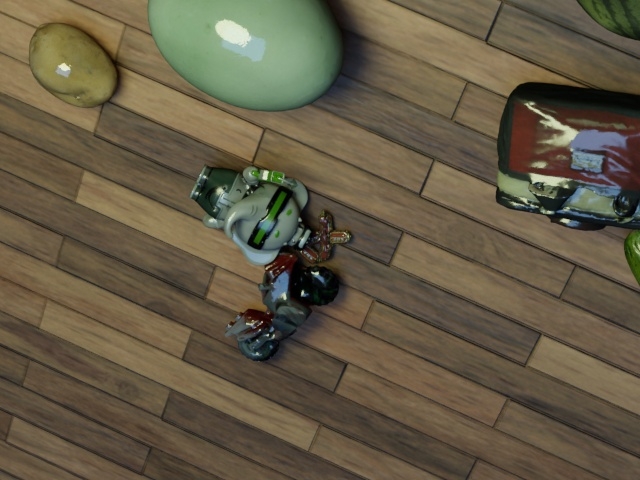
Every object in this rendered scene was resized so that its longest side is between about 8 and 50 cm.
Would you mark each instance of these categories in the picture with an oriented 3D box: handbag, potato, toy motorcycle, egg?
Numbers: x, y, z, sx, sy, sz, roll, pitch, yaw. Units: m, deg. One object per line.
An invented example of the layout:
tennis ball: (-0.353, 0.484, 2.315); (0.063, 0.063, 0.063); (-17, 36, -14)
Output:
handbag: (0.360, -0.103, 1.656); (0.254, 0.181, 0.181); (8, 108, 11)
potato: (-0.366, -0.258, 1.833); (0.147, 0.112, 0.112); (35, 117, -9)
toy motorcycle: (-0.072, 0.097, 1.912); (0.122, 0.082, 0.213); (43, 118, -4)
egg: (-0.102, -0.285, 1.692); (0.283, 0.203, 0.203); (28, 117, 9)

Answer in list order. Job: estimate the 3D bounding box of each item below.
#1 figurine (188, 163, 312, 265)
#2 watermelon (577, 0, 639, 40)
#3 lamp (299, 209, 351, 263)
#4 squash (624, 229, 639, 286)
figurine: (-0.098, -0.044, 1.842); (0.192, 0.126, 0.147); (27, 96, -8)
watermelon: (0.410, -0.412, 1.453); (0.279, 0.279, 0.359); (10, 114, 11)
lamp: (0.000, 0.000, 1.882); (0.063, 0.031, 0.083); (44, 121, -5)
squash: (0.500, 0.084, 1.758); (0.069, 0.069, 0.239); (-26, 103, 23)
